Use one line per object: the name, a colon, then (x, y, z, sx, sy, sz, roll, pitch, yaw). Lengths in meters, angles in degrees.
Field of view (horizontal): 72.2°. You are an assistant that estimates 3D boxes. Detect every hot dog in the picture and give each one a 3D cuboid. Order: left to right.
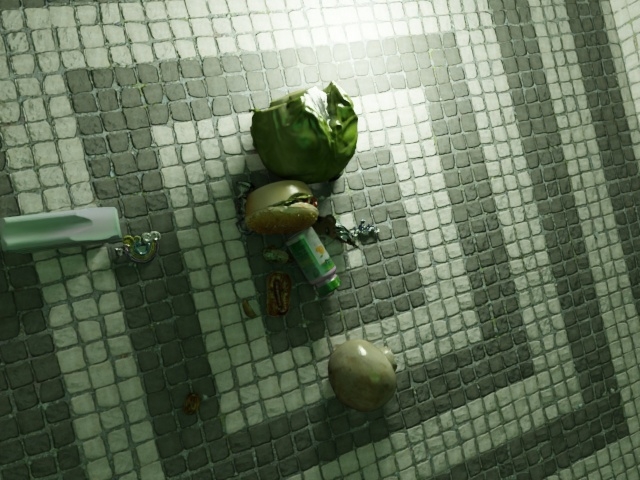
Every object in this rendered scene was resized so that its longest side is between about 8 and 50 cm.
hot dog: (-0.494, 0.630, 1.687, 0.058, 0.035, 0.083, 13, 83, -12)
hot dog: (-0.171, 0.220, 1.803, 0.108, 0.059, 0.191, 2, 88, -13)

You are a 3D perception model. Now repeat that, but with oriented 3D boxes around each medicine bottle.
medicine bottle: (-0.024, 0.089, 1.816, 0.133, 0.133, 0.274, -32, 97, -16)

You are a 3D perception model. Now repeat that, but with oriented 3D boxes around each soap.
soap: (-0.880, -0.035, 1.516, 0.346, 0.208, 0.115, -8, 89, -17)

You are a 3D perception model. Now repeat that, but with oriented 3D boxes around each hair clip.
hair clip: (-0.686, 0.031, 1.663, 0.172, 0.049, 0.116, -11, 103, -26)

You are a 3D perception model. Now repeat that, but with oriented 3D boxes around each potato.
potato: (-0.292, 0.282, 1.771, 0.036, 0.037, 0.093, -34, 97, -12)

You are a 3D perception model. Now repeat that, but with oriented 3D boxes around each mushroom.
mushroom: (0.184, 0.540, 1.815, 0.290, 0.297, 0.298, -22, 94, -54)

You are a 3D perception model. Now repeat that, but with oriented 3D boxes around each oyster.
oyster: (-0.180, 0.070, 1.822, 0.132, 0.029, 0.086, 42, 82, -14)

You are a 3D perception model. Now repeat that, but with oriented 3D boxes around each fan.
fan: (0.000, 0.000, 1.862, 0.152, 0.008, 0.227, -3, 103, 12)

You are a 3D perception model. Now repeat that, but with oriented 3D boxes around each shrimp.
shrimp: (0.092, -0.026, 1.877, 0.232, 0.090, 0.079, 38, 56, 2)

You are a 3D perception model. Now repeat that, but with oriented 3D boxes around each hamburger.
hamburger: (-0.152, -0.114, 1.707, 0.301, 0.302, 0.171, -10, 77, -18)

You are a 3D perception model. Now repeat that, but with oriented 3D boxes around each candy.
candy: (-0.305, -0.133, 1.787, 0.093, 0.051, 0.227, -5, 90, -28)

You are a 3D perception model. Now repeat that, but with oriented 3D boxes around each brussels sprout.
brussels sprout: (-0.052, -0.405, 1.737, 0.425, 0.342, 0.361, -24, 111, -12)

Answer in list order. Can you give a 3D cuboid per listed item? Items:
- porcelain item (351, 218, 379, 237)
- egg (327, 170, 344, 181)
porcelain item: (0.193, -0.059, 1.950, 0.136, 0.021, 0.075, -11, 86, -18)
egg: (0.055, -0.300, 1.887, 0.085, 0.085, 0.110, 42, 79, -11)
